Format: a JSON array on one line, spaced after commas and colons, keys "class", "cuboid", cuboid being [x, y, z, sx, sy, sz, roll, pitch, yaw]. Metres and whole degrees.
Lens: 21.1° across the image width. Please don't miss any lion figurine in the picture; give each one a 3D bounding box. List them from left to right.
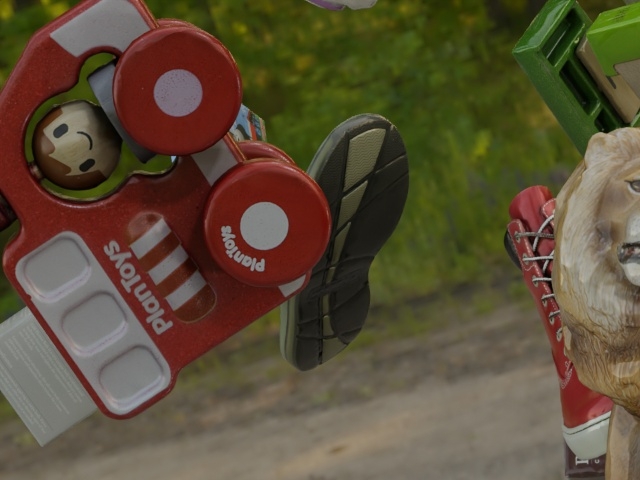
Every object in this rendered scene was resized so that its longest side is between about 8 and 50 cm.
[{"class": "lion figurine", "cuboid": [0.300, 0.092, 1.071, 0.392, 0.240, 0.142, 20, -11, -23]}]

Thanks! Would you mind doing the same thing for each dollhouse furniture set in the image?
[{"class": "dollhouse furniture set", "cuboid": [0.365, -0.244, 1.728, 0.197, 0.151, 0.301, -10, 37, 52]}]

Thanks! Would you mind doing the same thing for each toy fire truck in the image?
[{"class": "toy fire truck", "cuboid": [-0.151, -0.035, 1.379, 0.254, 0.302, 0.169, -34, 13, -2]}]

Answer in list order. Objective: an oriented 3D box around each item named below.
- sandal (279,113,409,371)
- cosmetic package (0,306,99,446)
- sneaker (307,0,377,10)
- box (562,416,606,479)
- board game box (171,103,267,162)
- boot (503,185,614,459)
[{"class": "sandal", "cuboid": [-0.001, 0.001, 1.620, 0.120, 0.303, 0.086, -17, 51, -31]}, {"class": "cosmetic package", "cuboid": [-0.227, 0.092, 1.779, 0.238, 0.127, 0.107, -33, 10, -7]}, {"class": "sneaker", "cuboid": [-0.019, -0.251, 0.826, 0.114, 0.305, 0.152, 9, -38, -42]}, {"class": "box", "cuboid": [0.401, 0.210, 2.041, 0.203, 0.168, 0.167, -7, -19, 18]}, {"class": "board game box", "cuboid": [-0.101, -0.076, 1.790, 0.039, 0.160, 0.211, -13, -16, 17]}, {"class": "boot", "cuboid": [0.181, 0.050, 1.220, 0.088, 0.176, 0.244, -26, 4, 9]}]
